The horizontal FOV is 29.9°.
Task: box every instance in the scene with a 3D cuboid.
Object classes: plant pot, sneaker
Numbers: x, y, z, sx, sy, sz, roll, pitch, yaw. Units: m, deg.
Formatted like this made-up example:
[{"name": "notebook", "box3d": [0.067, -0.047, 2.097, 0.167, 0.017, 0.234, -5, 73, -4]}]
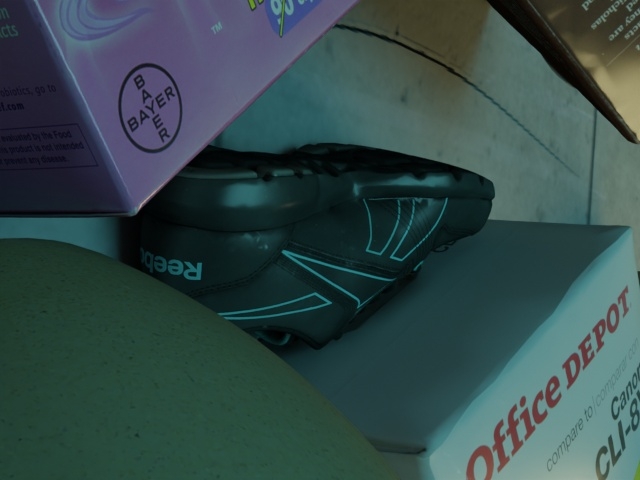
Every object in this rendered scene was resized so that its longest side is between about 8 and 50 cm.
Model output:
[{"name": "plant pot", "box3d": [-0.104, 0.112, 0.416, 0.284, 0.284, 0.191, 11, 48, -53]}, {"name": "sneaker", "box3d": [0.000, 0.000, 0.681, 0.267, 0.101, 0.106, -5, 106, -46]}]

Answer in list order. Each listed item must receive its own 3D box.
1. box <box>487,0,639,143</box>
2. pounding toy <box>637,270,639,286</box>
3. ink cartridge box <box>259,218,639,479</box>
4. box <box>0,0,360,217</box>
[{"name": "box", "box3d": [0.117, -0.233, 0.706, 0.143, 0.191, 0.381, -42, 141, 9]}, {"name": "pounding toy", "box3d": [0.300, 0.083, 1.067, 0.141, 0.100, 0.130, -32, 116, -49]}, {"name": "ink cartridge box", "box3d": [0.102, 0.212, 0.750, 0.279, 0.160, 0.384, -37, 119, -47]}, {"name": "box", "box3d": [-0.103, -0.167, 0.501, 0.213, 0.117, 0.243, -49, 127, -41]}]
